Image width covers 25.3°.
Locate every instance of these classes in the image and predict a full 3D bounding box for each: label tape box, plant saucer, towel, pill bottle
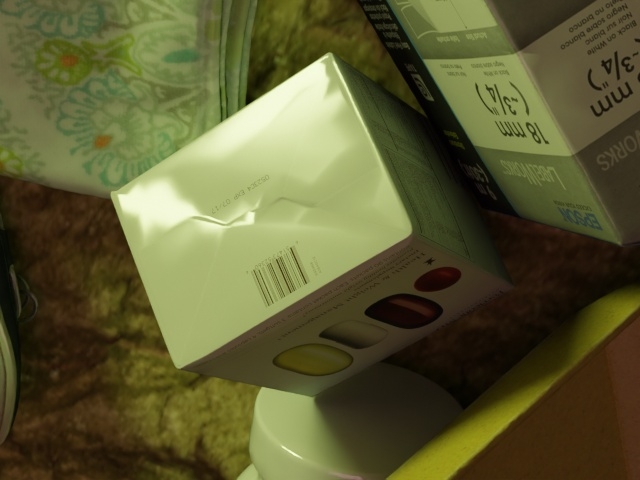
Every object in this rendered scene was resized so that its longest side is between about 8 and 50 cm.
[{"bbox_3d":[0.164,-0.082,0.963,0.106,0.240,0.334,-35,104,-8],"label":"label tape box"},{"bbox_3d":[0.163,0.219,1.076,0.081,0.333,0.333,27,145,43],"label":"plant saucer"},{"bbox_3d":[-0.226,-0.170,1.042,0.374,0.090,0.321,13,136,4],"label":"towel"},{"bbox_3d":[0.016,0.297,1.190,0.210,0.210,0.363,11,115,8],"label":"pill bottle"}]

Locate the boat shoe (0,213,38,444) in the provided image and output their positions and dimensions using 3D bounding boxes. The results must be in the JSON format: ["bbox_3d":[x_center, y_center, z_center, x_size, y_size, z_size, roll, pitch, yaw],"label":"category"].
[{"bbox_3d":[-0.299,0.054,1.225,0.095,0.079,0.255,-3,110,17],"label":"boat shoe"}]

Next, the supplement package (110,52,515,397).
[{"bbox_3d":[0.000,0.000,1.032,0.194,0.203,0.149,-30,67,19],"label":"supplement package"}]
